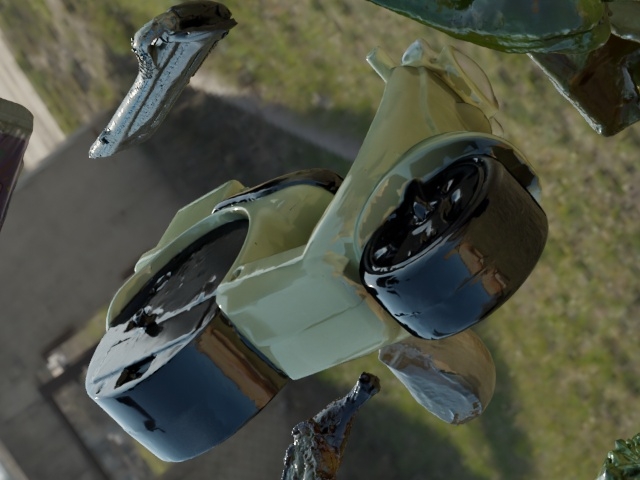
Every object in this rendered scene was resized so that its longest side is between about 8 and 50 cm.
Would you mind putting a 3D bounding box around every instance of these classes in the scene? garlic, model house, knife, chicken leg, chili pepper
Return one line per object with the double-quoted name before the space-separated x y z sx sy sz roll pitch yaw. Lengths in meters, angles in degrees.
"garlic" 0.144 0.146 1.642 0.195 0.101 0.087 39 -145 -35
"model house" 0.300 -0.189 1.414 0.268 0.173 0.239 52 152 25
"knife" -0.152 -0.139 1.238 0.365 0.089 0.043 144 112 -67
"chicken leg" 0.004 0.162 1.078 0.037 0.145 0.062 14 -170 -34
"chili pepper" 0.090 -0.126 0.670 0.204 0.072 0.073 22 -169 16

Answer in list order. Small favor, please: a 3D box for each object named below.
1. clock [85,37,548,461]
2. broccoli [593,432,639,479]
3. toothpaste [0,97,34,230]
"clock" 0.000 0.000 0.924 0.379 0.276 0.120 -26 117 36
"broccoli" 0.360 0.323 1.501 0.247 0.263 0.243 5 175 30
"toothpaste" -0.260 0.045 0.873 0.114 0.299 0.073 17 174 -37
